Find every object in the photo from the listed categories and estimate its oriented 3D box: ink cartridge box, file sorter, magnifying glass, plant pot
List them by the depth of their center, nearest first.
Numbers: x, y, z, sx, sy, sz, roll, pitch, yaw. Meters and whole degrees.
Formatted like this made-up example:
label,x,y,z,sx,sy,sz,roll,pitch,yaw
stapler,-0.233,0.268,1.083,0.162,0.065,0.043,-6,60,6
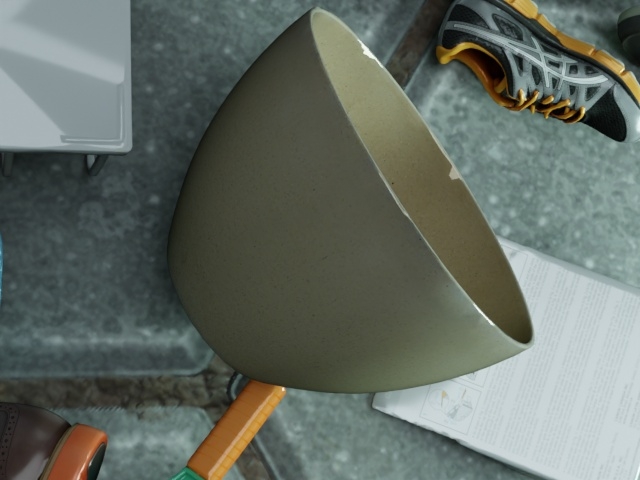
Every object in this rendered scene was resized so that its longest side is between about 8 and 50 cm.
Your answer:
label,x,y,z,sx,sy,sz,roll,pitch,yaw
file sorter,-0.282,-0.144,0.736,0.278,0.173,0.192,0,83,-18
plant pot,0.000,0.000,0.787,0.191,0.284,0.284,-32,94,16
magnifying glass,-0.105,0.195,0.791,0.092,0.026,0.231,32,69,18
ink cartridge box,0.183,0.105,0.936,0.232,0.066,0.189,20,76,6

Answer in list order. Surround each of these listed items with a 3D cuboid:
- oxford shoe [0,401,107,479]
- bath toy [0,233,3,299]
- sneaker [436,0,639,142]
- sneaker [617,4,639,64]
label,x,y,z,sx,sy,sz,roll,pitch,yaw
oxford shoe,-0.249,0.245,0.748,0.098,0.097,0.271,22,69,3
bath toy,-0.389,0.039,0.699,0.348,0.129,0.151,-6,85,-19
sneaker,0.195,-0.145,0.952,0.215,0.084,0.083,34,76,-2
sneaker,0.364,-0.129,1.001,0.222,0.083,0.118,26,76,-15
